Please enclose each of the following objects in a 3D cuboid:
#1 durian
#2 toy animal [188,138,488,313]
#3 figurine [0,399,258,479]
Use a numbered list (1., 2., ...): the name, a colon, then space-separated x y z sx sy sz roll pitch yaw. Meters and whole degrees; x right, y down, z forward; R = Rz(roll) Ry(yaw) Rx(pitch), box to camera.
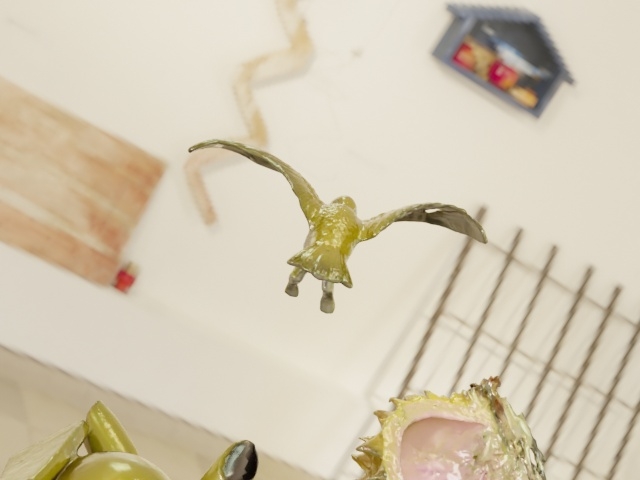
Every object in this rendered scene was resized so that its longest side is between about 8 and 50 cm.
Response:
1. durian: 0.090 0.285 1.120 0.186 0.195 0.305 8 51 -37
2. toy animal: 0.000 0.000 0.967 0.219 0.095 0.155 20 -16 1
3. figurine: -0.232 0.269 1.134 0.327 0.169 0.218 -25 27 -33
